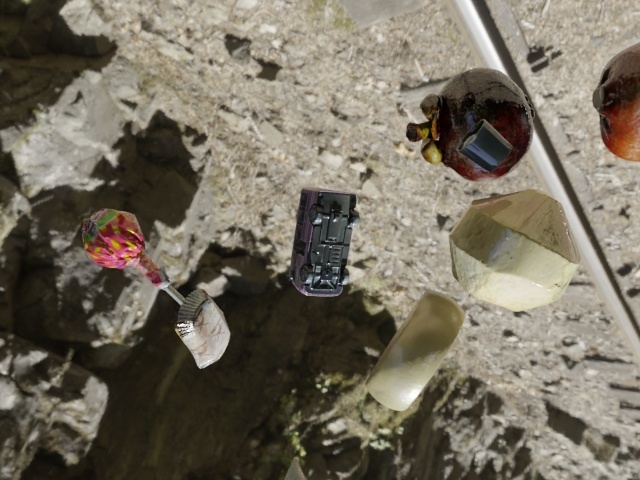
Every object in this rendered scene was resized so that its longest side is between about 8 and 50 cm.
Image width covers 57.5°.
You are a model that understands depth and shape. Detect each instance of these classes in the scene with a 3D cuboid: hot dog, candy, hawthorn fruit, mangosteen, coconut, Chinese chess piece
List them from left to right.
[{"bbox_3d":[-0.334,0.080,1.189,0.365,0.124,0.124,44,153,-1],"label":"candy"},{"bbox_3d":[-0.221,0.166,1.094,0.059,0.108,0.191,14,147,15],"label":"hot dog"},{"bbox_3d":[0.201,0.231,1.236,0.102,0.273,0.273,33,157,9],"label":"Chinese chess piece"},{"bbox_3d":[0.398,-0.287,1.501,0.293,0.297,0.297,-35,131,18],"label":"mangosteen"},{"bbox_3d":[0.394,0.012,1.177,0.259,0.259,0.259,16,155,8],"label":"coconut"},{"bbox_3d":[0.806,-0.331,1.382,0.311,0.295,0.295,5,157,-7],"label":"hawthorn fruit"}]

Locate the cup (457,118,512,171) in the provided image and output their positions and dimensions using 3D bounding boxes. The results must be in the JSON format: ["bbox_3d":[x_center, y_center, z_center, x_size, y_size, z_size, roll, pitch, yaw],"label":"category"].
[{"bbox_3d":[0.321,-0.184,1.152,0.077,0.078,0.100,37,180,-8],"label":"cup"}]

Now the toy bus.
[{"bbox_3d":[0.000,0.000,1.103,0.096,0.199,0.108,4,-170,-29],"label":"toy bus"}]

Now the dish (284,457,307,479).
[{"bbox_3d":[0.015,0.430,0.831,0.212,0.077,0.151,23,146,56],"label":"dish"}]
